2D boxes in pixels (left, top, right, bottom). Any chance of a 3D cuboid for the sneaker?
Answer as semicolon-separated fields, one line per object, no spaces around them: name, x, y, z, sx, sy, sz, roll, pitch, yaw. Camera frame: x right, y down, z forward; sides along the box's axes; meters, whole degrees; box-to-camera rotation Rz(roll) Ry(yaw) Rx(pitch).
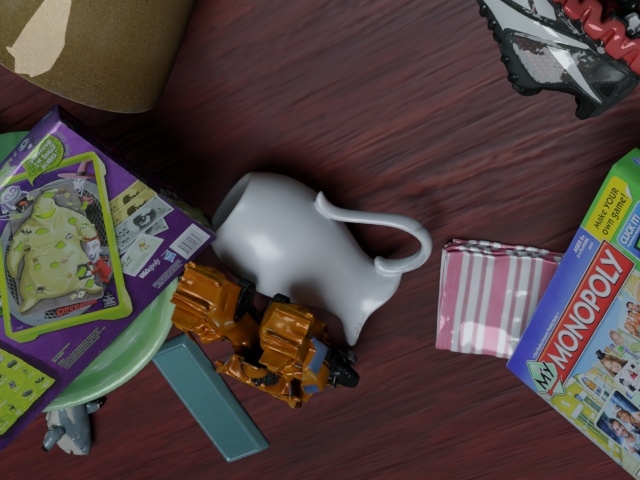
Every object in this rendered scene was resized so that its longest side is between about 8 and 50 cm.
sneaker;0.192;-0.214;1.093;0.276;0.097;0.135;35;120;-8

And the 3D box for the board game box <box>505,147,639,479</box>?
board game box;0.319;0.091;1.137;0.213;0.046;0.317;41;142;21

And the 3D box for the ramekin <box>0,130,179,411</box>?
ramekin;-0.315;0.027;1.287;0.303;0.148;0.303;-7;123;-11

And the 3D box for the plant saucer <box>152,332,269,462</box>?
plant saucer;-0.142;0.203;1.473;0.067;0.018;0.192;-24;111;26

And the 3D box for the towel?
towel;0.228;0.075;1.290;0.197;0.029;0.144;7;121;11

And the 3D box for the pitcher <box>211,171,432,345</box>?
pitcher;0.000;0.000;1.258;0.207;0.125;0.178;34;123;-16

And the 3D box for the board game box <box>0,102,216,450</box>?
board game box;-0.298;0.048;1.188;0.347;0.056;0.208;-44;126;13

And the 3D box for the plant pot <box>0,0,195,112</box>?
plant pot;-0.200;-0.293;1.101;0.237;0.237;0.254;31;112;-4

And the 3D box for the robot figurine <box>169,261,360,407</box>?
robot figurine;-0.066;0.112;1.274;0.211;0.085;0.291;23;166;13

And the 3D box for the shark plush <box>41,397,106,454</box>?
shark plush;-0.312;0.207;1.521;0.067;0.073;0.161;15;103;-16
